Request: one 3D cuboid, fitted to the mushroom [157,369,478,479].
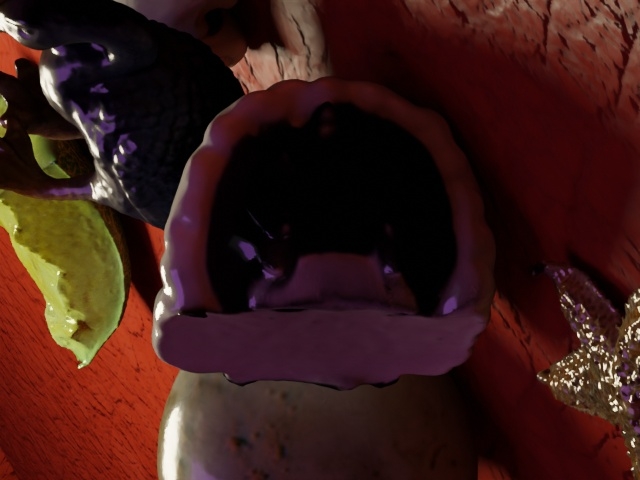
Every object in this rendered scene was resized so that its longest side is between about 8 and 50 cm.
[{"bbox_3d":[0.000,0.156,1.396,0.243,0.243,0.243,48,160,24],"label":"mushroom"}]

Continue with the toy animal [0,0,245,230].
[{"bbox_3d":[-0.130,-0.072,1.255,0.185,0.122,0.298,-14,137,33],"label":"toy animal"}]

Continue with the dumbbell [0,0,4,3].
[{"bbox_3d":[-0.312,-0.227,1.744,0.052,0.046,0.118,45,172,-3],"label":"dumbbell"}]

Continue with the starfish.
[{"bbox_3d":[0.196,0.101,1.046,0.231,0.048,0.295,63,161,13],"label":"starfish"}]

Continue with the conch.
[{"bbox_3d":[-0.105,-0.180,1.320,0.104,0.094,0.176,80,180,-77],"label":"conch"}]

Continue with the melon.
[{"bbox_3d":[-0.272,-0.012,1.916,0.196,0.124,0.323,40,161,43],"label":"melon"}]

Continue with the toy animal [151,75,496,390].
[{"bbox_3d":[0.000,0.000,1.169,0.204,0.208,0.156,100,171,-67],"label":"toy animal"}]
